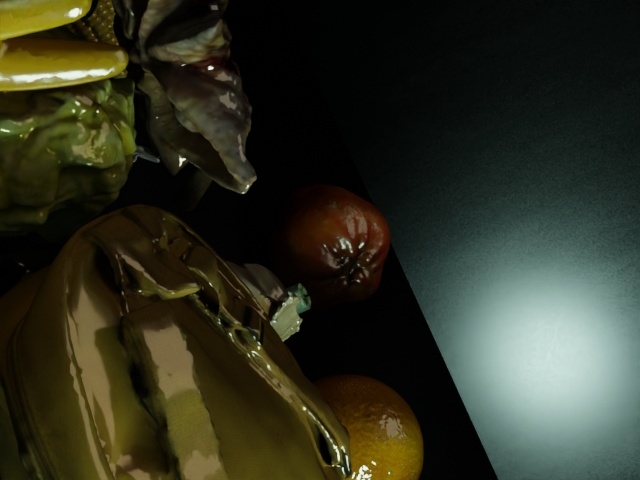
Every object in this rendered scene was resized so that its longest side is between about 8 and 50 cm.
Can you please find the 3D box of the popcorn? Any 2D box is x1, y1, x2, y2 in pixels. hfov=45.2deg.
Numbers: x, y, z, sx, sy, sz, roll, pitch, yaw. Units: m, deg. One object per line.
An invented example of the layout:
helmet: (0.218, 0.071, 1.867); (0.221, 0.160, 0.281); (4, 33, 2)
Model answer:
popcorn: (-0.246, -0.091, 0.643); (0.185, 0.167, 0.187); (43, 19, 0)

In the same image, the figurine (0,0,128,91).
figurine: (-0.293, -0.246, 0.421); (0.268, 0.401, 0.387); (-24, 92, -64)

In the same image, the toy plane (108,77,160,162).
toy plane: (-0.291, -0.147, 0.833); (0.182, 0.107, 0.273); (26, -16, 13)

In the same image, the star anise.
star anise: (-0.131, -0.174, 0.723); (0.292, 0.109, 0.349); (-140, -142, -66)

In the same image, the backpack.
backpack: (-0.123, 0.158, 0.642); (0.377, 0.201, 0.353); (67, 15, -2)

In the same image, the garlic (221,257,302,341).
garlic: (-0.126, 0.069, 0.999); (0.194, 0.127, 0.131); (42, -11, 16)

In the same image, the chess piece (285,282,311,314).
chess piece: (-0.068, 0.100, 1.131); (0.067, 0.103, 0.067); (57, 16, -27)

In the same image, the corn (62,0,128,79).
corn: (-0.305, -0.294, 0.962); (0.244, 0.093, 0.093); (60, 15, -19)

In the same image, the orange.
orange: (0.040, 0.276, 1.048); (0.206, 0.206, 0.206); (58, 16, -27)

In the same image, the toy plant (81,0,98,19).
toy plant: (-0.328, -0.285, 0.720); (0.243, 0.112, 0.232); (25, 10, 12)

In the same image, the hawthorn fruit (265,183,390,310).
hawthorn fruit: (0.000, 0.000, 1.366); (0.224, 0.224, 0.261); (55, -3, -36)
